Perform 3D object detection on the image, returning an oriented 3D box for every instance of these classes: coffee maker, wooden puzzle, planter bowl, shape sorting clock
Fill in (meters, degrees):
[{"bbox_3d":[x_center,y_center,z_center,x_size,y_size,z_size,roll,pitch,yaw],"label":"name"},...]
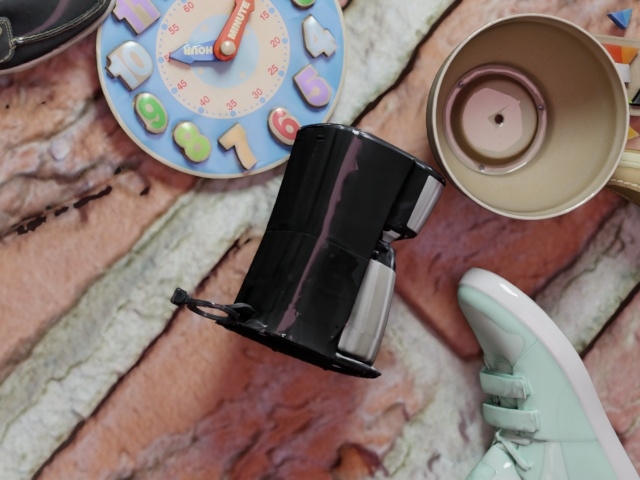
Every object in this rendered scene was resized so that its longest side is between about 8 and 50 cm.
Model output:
[{"bbox_3d":[0.000,0.000,1.540,0.171,0.120,0.178,29,76,-47],"label":"coffee maker"},{"bbox_3d":[0.250,-0.136,1.642,0.078,0.014,0.116,-7,87,-42],"label":"wooden puzzle"},{"bbox_3d":[0.155,-0.098,1.597,0.162,0.109,0.162,0,91,-11],"label":"planter bowl"},{"bbox_3d":[-0.077,-0.152,1.582,0.206,0.040,0.206,0,92,-11],"label":"shape sorting clock"}]

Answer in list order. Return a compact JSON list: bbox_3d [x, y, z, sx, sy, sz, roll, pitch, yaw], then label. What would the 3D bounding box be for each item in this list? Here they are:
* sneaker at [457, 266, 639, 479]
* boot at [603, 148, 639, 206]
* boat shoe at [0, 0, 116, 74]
[{"bbox_3d":[0.149,0.157,1.608,0.151,0.094,0.256,-34,101,-15],"label":"sneaker"},{"bbox_3d":[0.316,0.055,1.647,0.262,0.095,0.203,27,88,-14],"label":"boot"},{"bbox_3d":[-0.267,-0.166,1.516,0.233,0.079,0.084,-16,91,-7],"label":"boat shoe"}]
